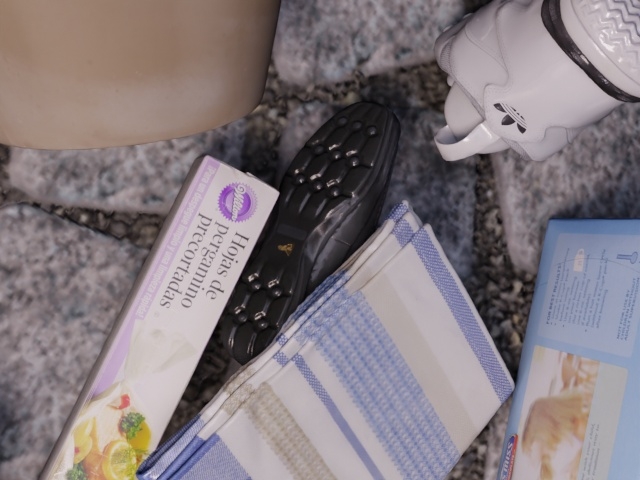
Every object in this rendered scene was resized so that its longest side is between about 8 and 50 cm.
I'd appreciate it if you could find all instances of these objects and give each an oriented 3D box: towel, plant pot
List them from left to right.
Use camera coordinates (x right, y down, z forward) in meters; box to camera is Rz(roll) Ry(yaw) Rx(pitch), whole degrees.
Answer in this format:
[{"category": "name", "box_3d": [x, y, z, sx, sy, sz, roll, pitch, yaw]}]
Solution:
[{"category": "plant pot", "box_3d": [-0.141, -0.216, 0.729, 0.323, 0.323, 0.281, -10, 111, -13]}, {"category": "towel", "box_3d": [0.018, 0.135, 0.839, 0.285, 0.034, 0.209, -45, 123, -20]}]

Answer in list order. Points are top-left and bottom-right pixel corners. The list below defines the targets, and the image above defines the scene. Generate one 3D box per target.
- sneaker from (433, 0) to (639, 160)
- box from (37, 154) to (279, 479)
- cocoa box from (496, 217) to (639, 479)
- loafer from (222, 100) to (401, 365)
[{"category": "sneaker", "box_3d": [0.209, -0.195, 0.883, 0.137, 0.210, 0.366, 46, 47, -12]}, {"category": "box", "box_3d": [-0.130, 0.095, 0.838, 0.063, 0.067, 0.324, 27, 84, -14]}, {"category": "cocoa box", "box_3d": [0.279, 0.169, 0.856, 0.227, 0.231, 0.347, 12, 88, -13]}, {"category": "loafer", "box_3d": [0.000, 0.000, 0.869, 0.223, 0.076, 0.078, -64, 147, -9]}]
